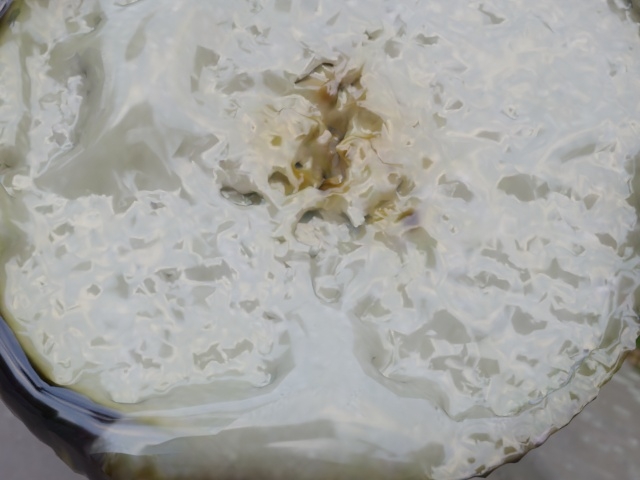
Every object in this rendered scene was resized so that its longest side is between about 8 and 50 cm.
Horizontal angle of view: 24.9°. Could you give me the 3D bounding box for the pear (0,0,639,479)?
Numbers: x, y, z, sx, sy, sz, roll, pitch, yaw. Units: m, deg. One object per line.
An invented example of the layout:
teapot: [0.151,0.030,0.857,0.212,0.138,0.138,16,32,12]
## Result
pear: [0.003,-0.001,0.547,0.267,0.267,0.178,25,-21,13]
